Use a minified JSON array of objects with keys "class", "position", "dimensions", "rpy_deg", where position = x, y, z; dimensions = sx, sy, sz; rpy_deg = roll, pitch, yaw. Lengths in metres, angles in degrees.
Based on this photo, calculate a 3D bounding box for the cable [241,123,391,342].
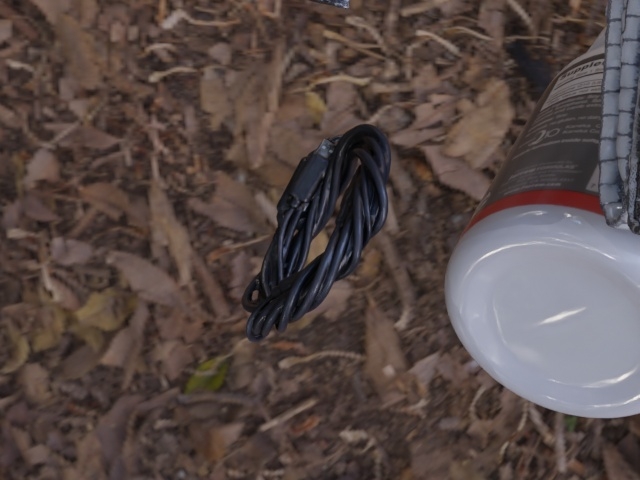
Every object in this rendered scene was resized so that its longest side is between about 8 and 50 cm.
[{"class":"cable","position":[0.000,0.000,1.018],"dimensions":[0.047,0.150,0.184],"rpy_deg":[30,89,-22]}]

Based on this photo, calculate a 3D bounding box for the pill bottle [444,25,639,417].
[{"class":"pill bottle","position":[0.262,-0.040,1.165],"dimensions":[0.210,0.363,0.210],"rpy_deg":[17,135,18]}]

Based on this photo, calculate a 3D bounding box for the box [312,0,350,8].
[{"class":"box","position":[-0.120,-0.211,0.826],"dimensions":[0.293,0.295,0.073],"rpy_deg":[12,103,-3]}]

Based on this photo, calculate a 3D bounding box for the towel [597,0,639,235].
[{"class":"towel","position":[0.323,-0.135,0.922],"dimensions":[0.235,0.121,0.283],"rpy_deg":[2,98,-11]}]
